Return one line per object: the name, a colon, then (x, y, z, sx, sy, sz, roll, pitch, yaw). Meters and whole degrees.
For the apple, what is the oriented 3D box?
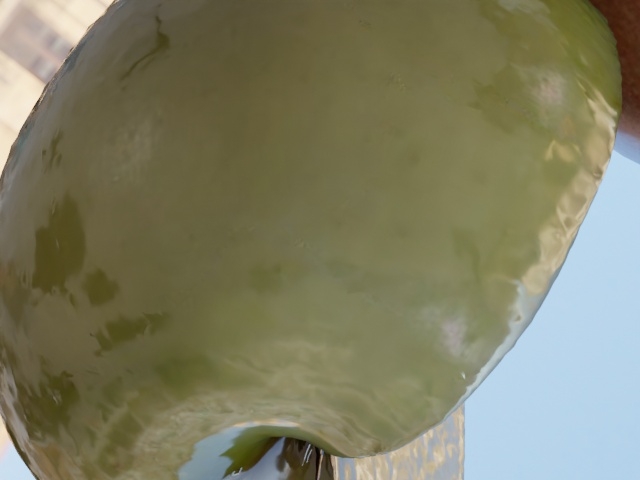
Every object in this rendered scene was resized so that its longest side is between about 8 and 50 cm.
apple: (-0.021, 0.000, 0.821, 0.295, 0.233, 0.258, 108, -9, -54)

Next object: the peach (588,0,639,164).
peach: (0.210, -0.144, 0.918, 0.252, 0.252, 0.252, -37, -149, 27)
